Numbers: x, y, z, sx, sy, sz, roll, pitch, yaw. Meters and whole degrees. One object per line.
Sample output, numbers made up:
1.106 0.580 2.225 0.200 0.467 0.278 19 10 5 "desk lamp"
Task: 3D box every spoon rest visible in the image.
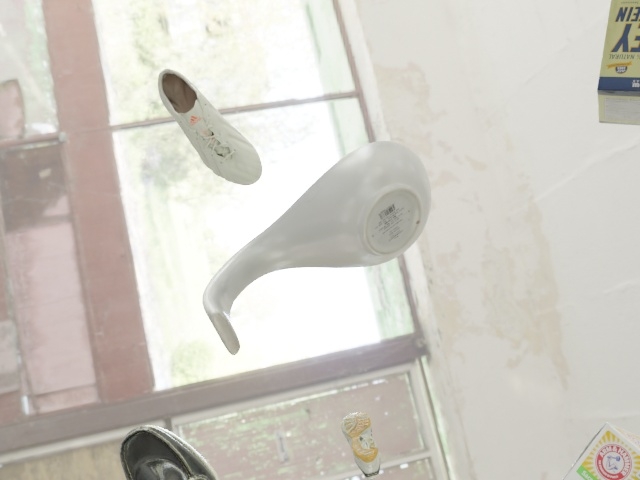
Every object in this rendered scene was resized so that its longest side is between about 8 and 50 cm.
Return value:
0.000 0.000 0.639 0.084 0.276 0.137 33 -30 50 "spoon rest"

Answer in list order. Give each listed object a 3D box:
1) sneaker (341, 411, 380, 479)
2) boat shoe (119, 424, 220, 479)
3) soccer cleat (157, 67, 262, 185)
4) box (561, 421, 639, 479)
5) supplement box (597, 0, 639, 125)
0.041 0.207 0.643 0.083 0.032 0.037 -104 -179 -72 "sneaker"
-0.140 0.288 0.676 0.233 0.084 0.079 48 -14 23 "boat shoe"
-0.156 -0.153 0.876 0.196 0.068 0.076 48 -3 2 "soccer cleat"
0.369 0.301 0.662 0.103 0.114 0.203 -57 -144 8 "box"
0.218 -0.126 0.421 0.083 0.056 0.083 10 89 -66 "supplement box"
